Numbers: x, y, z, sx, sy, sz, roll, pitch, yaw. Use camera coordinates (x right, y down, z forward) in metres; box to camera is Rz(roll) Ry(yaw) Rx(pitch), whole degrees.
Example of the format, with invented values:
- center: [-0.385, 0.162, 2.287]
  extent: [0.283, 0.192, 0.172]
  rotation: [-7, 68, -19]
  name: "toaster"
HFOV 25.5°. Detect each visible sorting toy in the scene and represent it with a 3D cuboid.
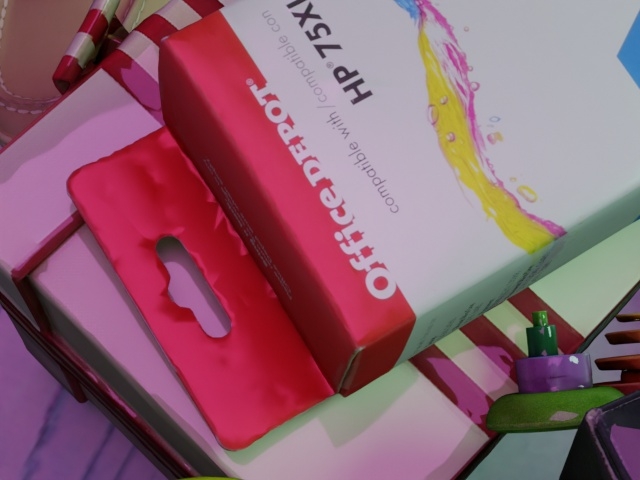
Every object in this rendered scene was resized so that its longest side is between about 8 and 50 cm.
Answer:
- center: [0.098, 0.045, 0.517]
  extent: [0.102, 0.061, 0.042]
  rotation: [-2, 84, -40]
  name: "sorting toy"

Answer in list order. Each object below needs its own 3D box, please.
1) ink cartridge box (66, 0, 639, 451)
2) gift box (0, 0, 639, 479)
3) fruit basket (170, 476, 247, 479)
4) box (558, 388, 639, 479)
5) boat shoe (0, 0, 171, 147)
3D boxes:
- center: [0.032, -0.038, 0.526]
  extent: [0.231, 0.078, 0.134]
  rotation: [-30, 77, -14]
  name: "ink cartridge box"
- center: [0.000, 0.000, 0.684]
  extent: [0.258, 0.255, 0.276]
  rotation: [42, 69, 11]
  name: "gift box"
- center: [-0.045, 0.233, 0.488]
  extent: [0.392, 0.392, 0.283]
  rotation: [14, 76, 10]
  name: "fruit basket"
- center: [0.280, 0.082, 0.579]
  extent: [0.394, 0.318, 0.097]
  rotation: [-21, 67, -8]
  name: "box"
- center: [-0.135, -0.200, 0.832]
  extent: [0.121, 0.110, 0.341]
  rotation: [-1, 56, 11]
  name: "boat shoe"
